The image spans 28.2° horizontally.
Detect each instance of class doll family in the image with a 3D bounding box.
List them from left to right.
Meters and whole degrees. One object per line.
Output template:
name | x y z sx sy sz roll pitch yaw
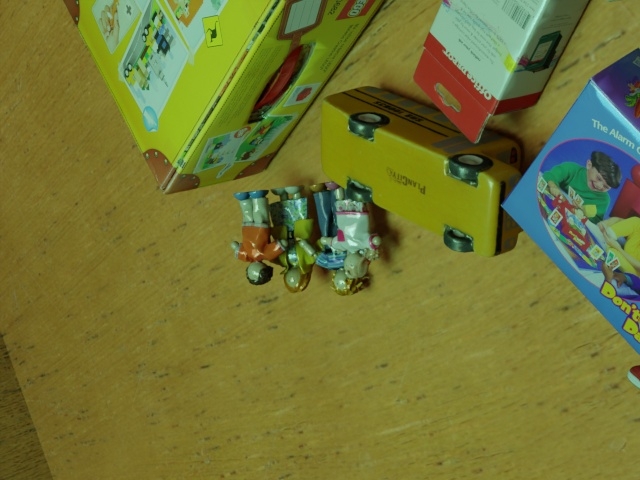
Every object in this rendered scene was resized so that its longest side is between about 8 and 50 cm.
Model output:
doll family | 0.000 0.000 1.819 0.263 0.118 0.163 -5 93 35

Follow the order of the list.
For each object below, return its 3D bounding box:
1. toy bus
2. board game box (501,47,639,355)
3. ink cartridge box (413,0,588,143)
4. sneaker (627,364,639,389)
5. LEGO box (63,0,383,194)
toy bus | 0.130 -0.092 1.570 0.332 0.130 0.108 28 126 44
board game box | 0.359 0.014 1.259 0.347 0.078 0.233 49 150 14
ink cartridge box | 0.206 -0.241 1.460 0.134 0.078 0.231 51 138 28
sneaker | 0.392 0.142 1.392 0.118 0.042 0.067 19 122 40
LEGO box | -0.138 -0.361 1.767 0.372 0.193 0.500 61 142 17
